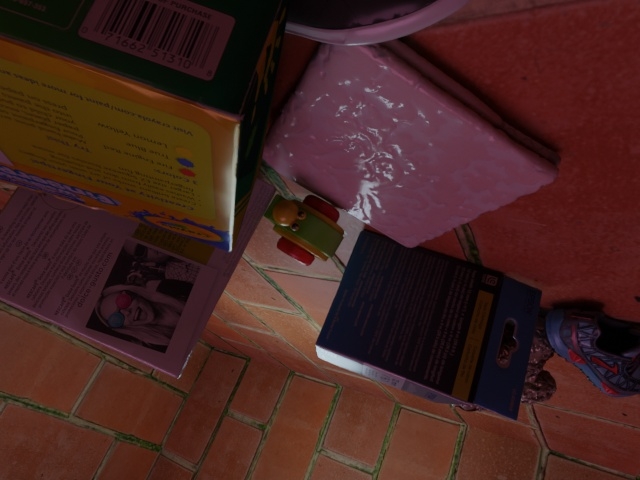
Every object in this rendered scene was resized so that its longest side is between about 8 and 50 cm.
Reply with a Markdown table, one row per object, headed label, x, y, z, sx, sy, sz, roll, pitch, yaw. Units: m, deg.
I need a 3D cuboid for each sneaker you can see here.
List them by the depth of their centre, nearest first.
| label | x | y | z | sx | sy | sz | roll | pitch | yaw |
| --- | --- | --- | --- | --- | --- | --- | --- | --- | --- |
| sneaker | -0.014 | -0.261 | 0.390 | 0.296 | 0.104 | 0.147 | 17 | 160 | 25 |
| sneaker | 0.539 | 0.210 | 0.846 | 0.262 | 0.104 | 0.125 | 31 | 152 | -15 |

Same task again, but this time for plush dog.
| label | x | y | z | sx | sy | sz | roll | pitch | yaw |
| --- | --- | --- | --- | --- | --- | --- | --- | --- | --- |
| plush dog | 0.396 | 0.227 | 0.969 | 0.263 | 0.210 | 0.225 | 3 | 148 | -23 |

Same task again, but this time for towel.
| label | x | y | z | sx | sy | sz | roll | pitch | yaw |
| --- | --- | --- | --- | --- | --- | --- | --- | --- | --- |
| towel | 0.093 | -0.118 | 0.648 | 0.317 | 0.053 | 0.332 | 29 | 155 | -13 |

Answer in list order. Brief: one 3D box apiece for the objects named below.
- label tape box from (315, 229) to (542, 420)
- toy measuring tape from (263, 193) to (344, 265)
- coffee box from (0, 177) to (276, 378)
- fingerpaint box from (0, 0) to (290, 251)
| label | x | y | z | sx | sy | sz | roll | pitch | yaw |
| --- | --- | --- | --- | --- | --- | --- | --- | --- | --- |
| label tape box | 0.196 | 0.154 | 0.861 | 0.348 | 0.249 | 0.115 | 19 | 155 | 11 |
| toy measuring tape | 0.000 | 0.000 | 0.845 | 0.121 | 0.121 | 0.330 | 14 | 170 | 20 |
| coffee box | -0.326 | 0.001 | 0.840 | 0.334 | 0.338 | 0.338 | 28 | 166 | -12 |
| fingerpaint box | -0.278 | -0.168 | 0.488 | 0.445 | 0.163 | 0.371 | 17 | 161 | -6 |
